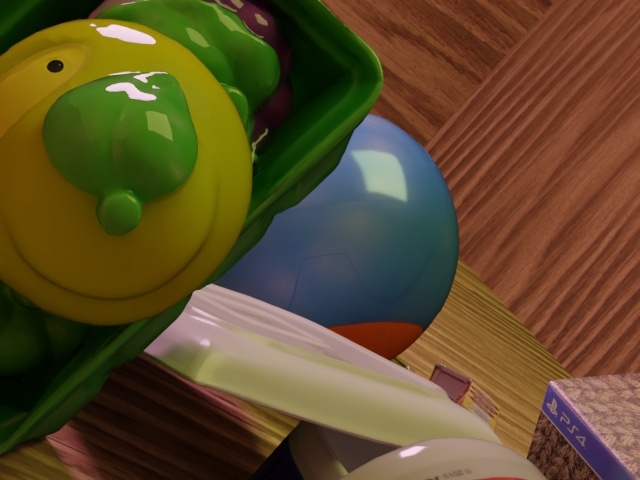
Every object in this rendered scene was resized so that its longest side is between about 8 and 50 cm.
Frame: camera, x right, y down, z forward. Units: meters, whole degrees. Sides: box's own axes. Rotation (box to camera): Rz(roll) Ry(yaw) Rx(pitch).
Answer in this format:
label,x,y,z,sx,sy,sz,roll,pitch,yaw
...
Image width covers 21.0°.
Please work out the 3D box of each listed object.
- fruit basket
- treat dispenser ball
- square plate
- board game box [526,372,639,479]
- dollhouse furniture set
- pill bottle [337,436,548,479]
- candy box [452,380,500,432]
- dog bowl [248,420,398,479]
label,x,y,z,sx,sy,sz,roll,pitch,yaw
fruit basket,-0.153,-0.052,1.062,0.283,0.392,0.392,45,8,18
treat dispenser ball,0.000,0.000,1.792,0.288,0.288,0.288,41,8,-7
square plate,-0.056,0.083,1.403,0.347,0.049,0.344,20,2,-39
board game box,0.267,0.293,1.423,0.141,0.291,0.232,-2,30,-26
dollhouse furniture set,0.127,0.186,2.120,0.151,0.076,0.058,25,-11,39
pill bottle,0.134,0.317,0.972,0.229,0.229,0.408,35,11,-42
candy box,0.149,0.225,1.955,0.053,0.109,0.186,42,9,2
dog bowl,0.058,0.257,1.371,0.265,0.104,0.265,41,8,-7
